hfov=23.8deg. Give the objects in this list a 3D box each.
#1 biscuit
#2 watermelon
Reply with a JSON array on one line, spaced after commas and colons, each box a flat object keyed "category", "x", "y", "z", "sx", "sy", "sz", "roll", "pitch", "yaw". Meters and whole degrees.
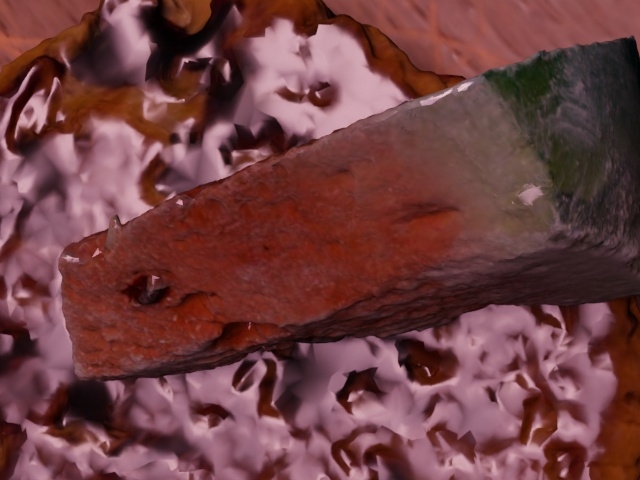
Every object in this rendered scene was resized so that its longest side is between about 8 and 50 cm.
[{"category": "biscuit", "x": -0.025, "y": 0.046, "z": 0.661, "sx": 0.334, "sy": 0.081, "sz": 0.289, "roll": 45, "pitch": 101, "yaw": 11}, {"category": "watermelon", "x": 0.000, "y": 0.000, "z": 0.559, "sx": 0.241, "sy": 0.154, "sz": 0.094, "roll": -16, "pitch": 84, "yaw": 26}]
